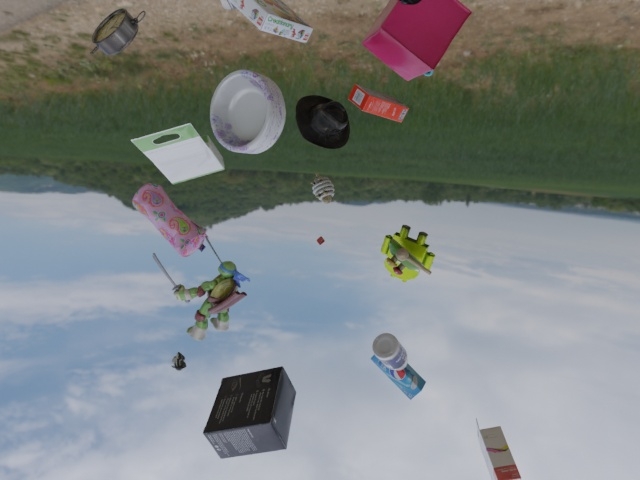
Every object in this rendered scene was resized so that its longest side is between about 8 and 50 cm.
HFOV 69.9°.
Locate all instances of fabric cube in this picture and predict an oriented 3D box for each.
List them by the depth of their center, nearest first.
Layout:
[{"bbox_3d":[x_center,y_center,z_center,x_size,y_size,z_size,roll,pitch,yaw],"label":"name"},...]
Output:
[{"bbox_3d":[0.352,-0.800,1.729,0.254,0.259,0.258,34,-177,-13],"label":"fabric cube"}]

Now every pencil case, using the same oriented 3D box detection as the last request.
[{"bbox_3d":[-0.518,-0.070,1.583,0.284,0.124,0.124,43,-164,9],"label":"pencil case"}]

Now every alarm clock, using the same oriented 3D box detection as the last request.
[{"bbox_3d":[-0.553,-0.584,1.273,0.192,0.129,0.064,-17,145,26],"label":"alarm clock"}]

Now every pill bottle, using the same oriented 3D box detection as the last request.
[{"bbox_3d":[0.250,0.397,1.606,0.094,0.094,0.169,9,154,32],"label":"pill bottle"}]

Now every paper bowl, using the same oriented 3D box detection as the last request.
[{"bbox_3d":[-0.249,-0.456,1.654,0.284,0.284,0.148,9,-171,32],"label":"paper bowl"}]

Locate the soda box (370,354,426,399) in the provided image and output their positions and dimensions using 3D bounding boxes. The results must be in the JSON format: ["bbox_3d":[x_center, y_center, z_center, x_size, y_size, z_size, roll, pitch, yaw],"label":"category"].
[{"bbox_3d":[0.295,0.492,1.735,0.210,0.067,0.071,44,-153,12],"label":"soda box"}]

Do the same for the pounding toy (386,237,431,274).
[{"bbox_3d":[0.347,0.094,1.962,0.183,0.110,0.237,40,-174,-12],"label":"pounding toy"}]

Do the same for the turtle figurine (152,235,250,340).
[{"bbox_3d":[-0.347,0.146,1.390,0.275,0.266,0.198,16,-155,2],"label":"turtle figurine"}]

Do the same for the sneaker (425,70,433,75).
[{"bbox_3d":[0.397,-0.803,1.927,0.107,0.110,0.275,-34,133,31],"label":"sneaker"}]

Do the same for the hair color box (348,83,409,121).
[{"bbox_3d":[0.145,-0.341,1.141,0.141,0.043,0.072,2,-144,-38],"label":"hair color box"}]

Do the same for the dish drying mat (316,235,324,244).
[{"bbox_3d":[0.000,0.000,2.113,0.008,0.032,0.083,47,-178,-18],"label":"dish drying mat"}]

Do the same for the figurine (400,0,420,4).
[{"bbox_3d":[0.263,-0.833,1.369,0.092,0.214,0.209,8,-156,16],"label":"figurine"}]

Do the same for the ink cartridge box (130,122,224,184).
[{"bbox_3d":[-0.392,-0.254,1.283,0.171,0.056,0.235,-15,154,5],"label":"ink cartridge box"}]

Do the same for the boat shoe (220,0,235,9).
[{"bbox_3d":[-0.268,-0.855,1.469,0.158,0.127,0.340,-4,-172,2],"label":"boat shoe"}]

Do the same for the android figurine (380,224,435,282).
[{"bbox_3d":[0.397,0.069,2.118,0.248,0.272,0.056,22,-152,20],"label":"android figurine"}]

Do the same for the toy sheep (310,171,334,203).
[{"bbox_3d":[0.008,-0.199,1.730,0.091,0.132,0.091,-16,170,-3],"label":"toy sheep"}]

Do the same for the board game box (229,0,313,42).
[{"bbox_3d":[-0.183,-0.689,1.318,0.305,0.053,0.193,48,-146,20],"label":"board game box"}]

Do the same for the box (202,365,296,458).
[{"bbox_3d":[-0.149,0.376,1.007,0.158,0.093,0.156,-15,-153,14],"label":"box"}]

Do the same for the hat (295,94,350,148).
[{"bbox_3d":[0.042,-0.621,2.316,0.331,0.331,0.134,0,168,-31],"label":"hat"}]

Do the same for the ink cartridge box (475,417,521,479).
[{"bbox_3d":[0.516,0.629,1.338,0.067,0.115,0.198,-12,-145,5],"label":"ink cartridge box"}]

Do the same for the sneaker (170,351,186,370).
[{"bbox_3d":[-0.464,0.402,1.487,0.040,0.044,0.109,46,172,-15],"label":"sneaker"}]
